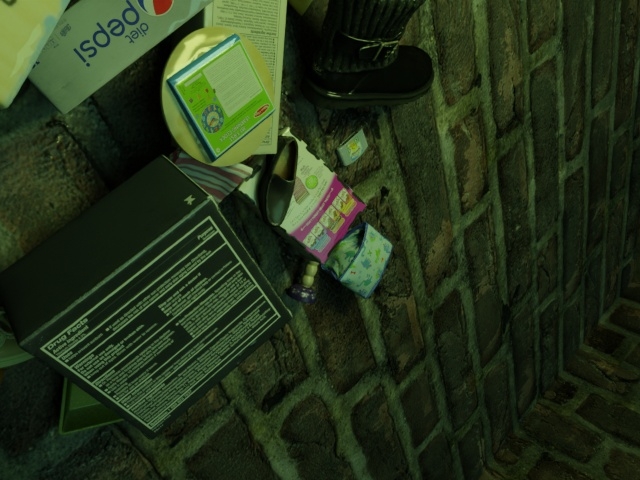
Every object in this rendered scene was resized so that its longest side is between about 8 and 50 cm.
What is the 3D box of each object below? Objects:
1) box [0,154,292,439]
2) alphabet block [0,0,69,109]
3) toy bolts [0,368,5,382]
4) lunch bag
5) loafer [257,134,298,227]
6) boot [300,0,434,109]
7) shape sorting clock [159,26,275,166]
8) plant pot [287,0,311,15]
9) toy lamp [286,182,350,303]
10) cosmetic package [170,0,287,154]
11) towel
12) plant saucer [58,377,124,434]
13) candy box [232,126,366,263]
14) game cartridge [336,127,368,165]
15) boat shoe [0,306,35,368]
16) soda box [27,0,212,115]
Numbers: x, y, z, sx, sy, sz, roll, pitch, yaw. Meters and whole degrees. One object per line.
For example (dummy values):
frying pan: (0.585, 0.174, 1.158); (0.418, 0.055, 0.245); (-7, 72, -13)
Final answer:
box: (-0.247, 0.086, 0.836); (0.296, 0.183, 0.294); (-40, 137, -13)
alphabet block: (-0.420, -0.283, 0.594); (0.197, 0.193, 0.192); (33, 82, -54)
toy bolts: (-0.570, 0.248, 0.751); (0.228, 0.218, 0.158); (-40, 126, 20)
lunch bag: (0.095, 0.041, 1.322); (0.151, 0.096, 0.129); (-53, 136, 1)
loafer: (-0.074, -0.107, 1.004); (0.062, 0.061, 0.169); (3, 94, -26)
boot: (0.135, -0.392, 1.065); (0.348, 0.131, 0.260); (-21, 151, -36)
shape sorting clock: (-0.152, -0.216, 0.847); (0.206, 0.040, 0.206); (-9, 103, -43)
plant pot: (-0.034, -0.476, 0.959); (0.095, 0.134, 0.134); (32, 84, -16)
toy lamp: (0.000, 0.000, 1.228); (0.080, 0.080, 0.274); (11, 103, -46)
cosmetic package: (-0.153, -0.302, 0.918); (0.160, 0.113, 0.309); (-10, 115, -41)
towel: (-0.223, -0.079, 0.928); (0.197, 0.029, 0.144); (-37, 149, 31)
plant saucer: (-0.370, 0.234, 0.993); (0.188, 0.045, 0.188); (-1, 108, -44)
candy box: (-0.042, -0.086, 1.098); (0.233, 0.071, 0.159); (43, 76, -25)
game cartridge: (0.073, -0.208, 1.248); (0.083, 0.017, 0.056); (-45, 137, -20)
boat shoe: (-0.511, 0.121, 0.764); (0.285, 0.105, 0.089); (3, 108, -44)
soda box: (-0.265, -0.297, 0.749); (0.286, 0.091, 0.098); (-38, 117, 1)
